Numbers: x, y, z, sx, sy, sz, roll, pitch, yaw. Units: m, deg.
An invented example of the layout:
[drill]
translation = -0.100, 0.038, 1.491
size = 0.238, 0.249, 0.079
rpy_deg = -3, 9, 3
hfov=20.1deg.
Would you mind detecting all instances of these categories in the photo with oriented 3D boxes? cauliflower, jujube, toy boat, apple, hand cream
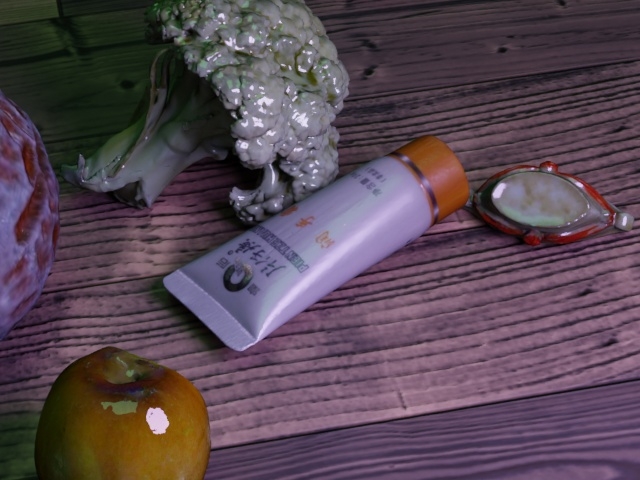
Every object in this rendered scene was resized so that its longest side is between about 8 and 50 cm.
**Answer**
[cauliflower]
translation = -0.093, -0.135, 1.880
size = 0.260, 0.281, 0.327
rpy_deg = 28, 18, 1
[jujube]
translation = -0.372, -0.029, 1.744
size = 0.246, 0.215, 0.308
rpy_deg = -19, 41, 16
[toy boat]
translation = 0.226, -0.035, 1.838
size = 0.185, 0.071, 0.089
rpy_deg = 10, 83, 13
[apple]
translation = -0.165, 0.167, 1.551
size = 0.146, 0.147, 0.163
rpy_deg = 11, 40, 13
[hand cream]
translation = 0.000, 0.000, 1.802
size = 0.314, 0.089, 0.140
rpy_deg = -34, 47, -22
